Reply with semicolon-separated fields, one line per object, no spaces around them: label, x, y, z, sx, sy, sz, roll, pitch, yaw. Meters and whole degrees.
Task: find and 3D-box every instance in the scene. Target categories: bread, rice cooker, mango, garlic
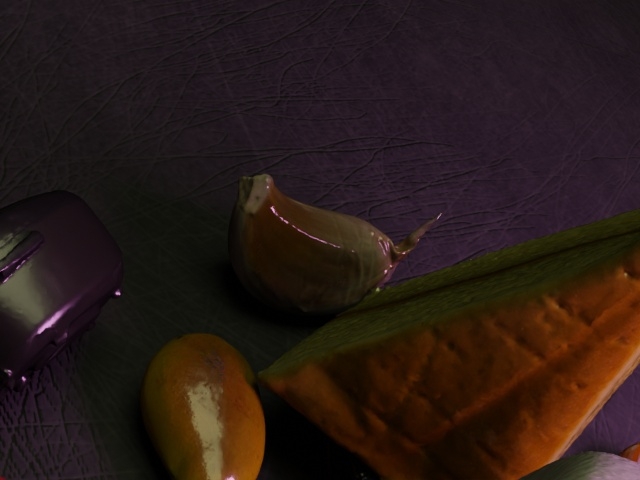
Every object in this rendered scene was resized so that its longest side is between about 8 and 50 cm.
bread;0.172;0.030;1.023;0.245;0.361;0.233;40;28;12
rice cooker;-0.242;0.042;1.001;0.118;0.142;0.203;46;42;0
mango;-0.094;0.149;1.031;0.103;0.076;0.161;14;44;-28
garlic;0.006;0.010;1.208;0.198;0.128;0.090;14;25;-17

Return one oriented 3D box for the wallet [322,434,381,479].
wallet;0.111;0.212;1.108;0.221;0.071;0.262;18;32;-15

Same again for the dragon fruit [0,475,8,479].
dragon fruit;-0.245;0.219;0.754;0.268;0.205;0.210;30;-6;36

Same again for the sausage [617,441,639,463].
sausage;0.287;0.259;1.165;0.071;0.071;0.234;34;38;4

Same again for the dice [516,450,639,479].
dice;0.138;0.323;0.733;0.277;0.304;0.304;-34;81;-24
